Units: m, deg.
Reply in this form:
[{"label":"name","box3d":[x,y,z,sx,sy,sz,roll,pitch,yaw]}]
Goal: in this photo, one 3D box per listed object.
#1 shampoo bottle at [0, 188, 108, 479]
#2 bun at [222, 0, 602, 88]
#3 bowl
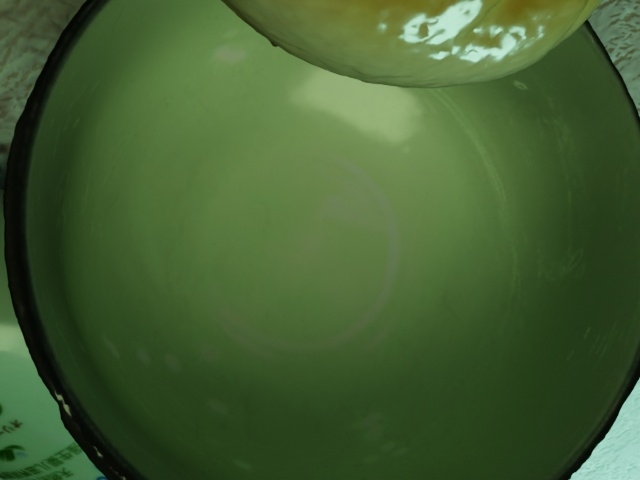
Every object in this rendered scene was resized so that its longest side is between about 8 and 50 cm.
[{"label":"shampoo bottle","box3d":[-0.158,0.120,0.685,0.222,0.151,0.349,-26,130,32]},{"label":"bun","box3d":[0.061,-0.209,0.365,0.165,0.299,0.299,2,141,41]},{"label":"bowl","box3d":[0.000,0.000,0.555,0.354,0.353,0.185,7,170,-14]}]
